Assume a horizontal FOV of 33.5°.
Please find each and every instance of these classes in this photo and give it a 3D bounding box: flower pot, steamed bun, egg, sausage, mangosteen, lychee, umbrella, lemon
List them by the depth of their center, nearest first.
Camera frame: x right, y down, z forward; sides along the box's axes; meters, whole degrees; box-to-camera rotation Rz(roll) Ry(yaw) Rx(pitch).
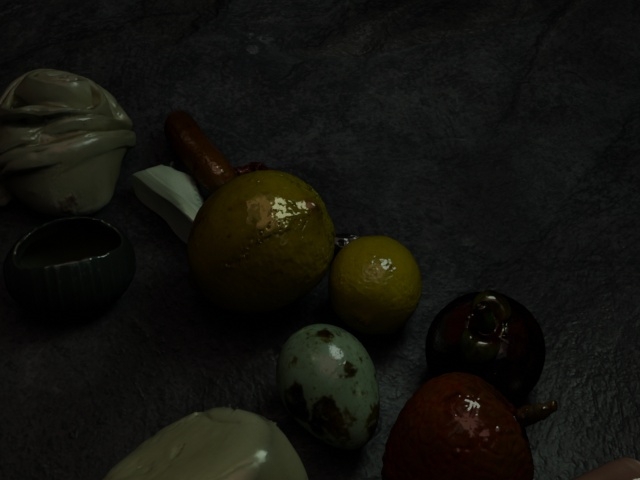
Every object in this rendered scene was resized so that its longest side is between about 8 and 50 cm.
[{"bbox_3d":[-0.175,0.420,1.592,0.312,0.233,0.334,-34,17,-21],"label":"steamed bun"},{"bbox_3d":[0.234,0.320,1.684,0.300,0.255,0.255,-42,53,7],"label":"lychee"},{"bbox_3d":[0.018,0.250,1.814,0.169,0.169,0.231,-21,64,-20],"label":"egg"},{"bbox_3d":[0.289,0.178,1.861,0.216,0.216,0.216,1,46,-1],"label":"mangosteen"},{"bbox_3d":[-0.117,0.008,1.969,0.310,0.258,0.258,-34,43,21],"label":"lemon"},{"bbox_3d":[0.102,0.077,1.973,0.178,0.178,0.203,9,47,7],"label":"lemon"},{"bbox_3d":[-0.468,0.052,1.994,0.243,0.157,0.189,-12,46,-12],"label":"flower pot"},{"bbox_3d":[0.000,0.000,2.114,0.235,0.059,0.066,14,52,2],"label":"umbrella"},{"bbox_3d":[-0.562,-0.227,2.213,0.309,0.219,0.324,11,47,9],"label":"steamed bun"},{"bbox_3d":[-0.265,-0.196,2.243,0.076,0.103,0.302,-47,39,6],"label":"sausage"}]

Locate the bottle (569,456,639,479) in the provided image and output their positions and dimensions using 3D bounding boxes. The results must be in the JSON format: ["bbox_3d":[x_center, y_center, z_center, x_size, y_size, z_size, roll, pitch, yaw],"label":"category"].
[{"bbox_3d":[0.390,0.475,1.617,0.296,0.173,0.207,-18,83,-19],"label":"bottle"}]

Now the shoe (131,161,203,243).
[{"bbox_3d":[-0.275,-0.083,2.174,0.110,0.095,0.265,-32,53,-30],"label":"shoe"}]

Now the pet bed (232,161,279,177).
[{"bbox_3d":[-0.131,-0.078,2.202,0.201,0.053,0.201,1,52,-1],"label":"pet bed"}]
